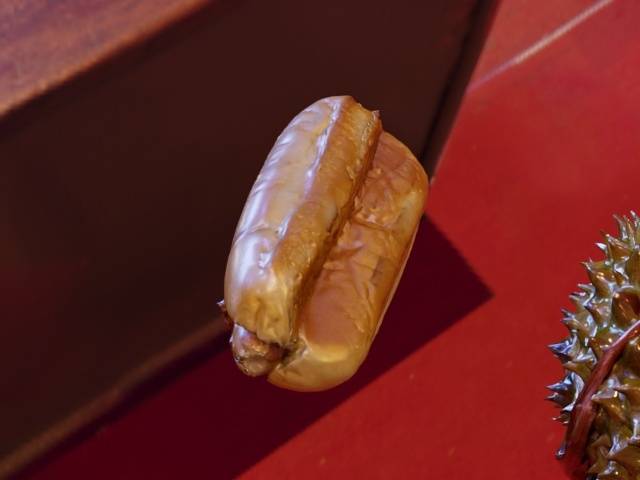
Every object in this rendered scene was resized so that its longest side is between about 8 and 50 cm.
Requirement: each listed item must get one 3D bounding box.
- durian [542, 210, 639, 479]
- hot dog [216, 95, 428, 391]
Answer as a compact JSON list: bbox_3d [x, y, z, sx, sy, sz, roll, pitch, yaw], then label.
[{"bbox_3d":[0.319,0.131,0.975,0.348,0.347,0.384,-32,84,-23],"label":"durian"},{"bbox_3d":[0.000,0.000,0.818,0.102,0.076,0.249,44,32,-15],"label":"hot dog"}]
